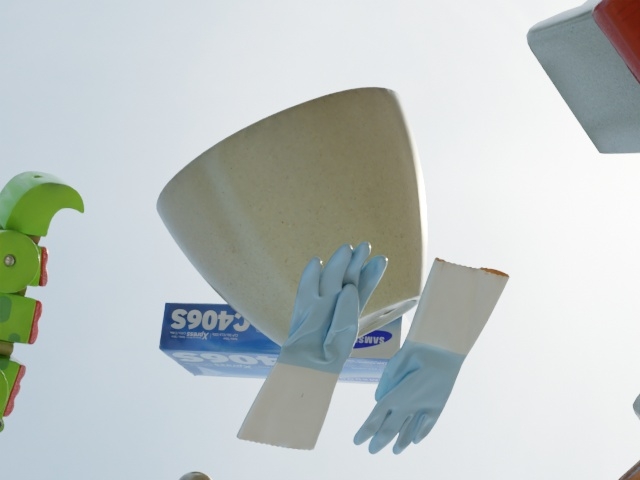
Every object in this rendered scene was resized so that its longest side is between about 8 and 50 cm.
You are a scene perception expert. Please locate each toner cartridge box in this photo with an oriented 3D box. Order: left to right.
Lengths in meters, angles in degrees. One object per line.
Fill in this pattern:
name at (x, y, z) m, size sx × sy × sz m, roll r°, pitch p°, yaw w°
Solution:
toner cartridge box at (-0.042, 0.151, 1.608) m, size 0.165 × 0.348 × 0.075 m, roll 55°, pitch -142°, yaw -66°

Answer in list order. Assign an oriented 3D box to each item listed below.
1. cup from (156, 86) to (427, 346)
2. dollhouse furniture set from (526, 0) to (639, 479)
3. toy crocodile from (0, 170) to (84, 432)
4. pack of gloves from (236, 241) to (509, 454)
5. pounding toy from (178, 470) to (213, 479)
cup at (0.000, 0.000, 1.340) m, size 0.331 × 0.331 × 0.237 m, roll -12°, pitch -109°, yaw -47°
dollhouse furniture set at (0.184, 0.010, 0.331) m, size 0.262 × 0.135 × 0.259 m, roll -39°, pitch -80°, yaw -11°
toy crocodile at (-0.342, 0.089, 1.163) m, size 0.105 × 0.115 × 0.340 m, roll 17°, pitch -96°, yaw -34°
pack of gloves at (0.045, 0.102, 1.059) m, size 0.195 × 0.046 × 0.232 m, roll 14°, pitch -66°, yaw -21°
pounding toy at (-0.192, 0.412, 1.372) m, size 0.237 × 0.110 × 0.183 m, roll -38°, pitch -39°, yaw -6°
